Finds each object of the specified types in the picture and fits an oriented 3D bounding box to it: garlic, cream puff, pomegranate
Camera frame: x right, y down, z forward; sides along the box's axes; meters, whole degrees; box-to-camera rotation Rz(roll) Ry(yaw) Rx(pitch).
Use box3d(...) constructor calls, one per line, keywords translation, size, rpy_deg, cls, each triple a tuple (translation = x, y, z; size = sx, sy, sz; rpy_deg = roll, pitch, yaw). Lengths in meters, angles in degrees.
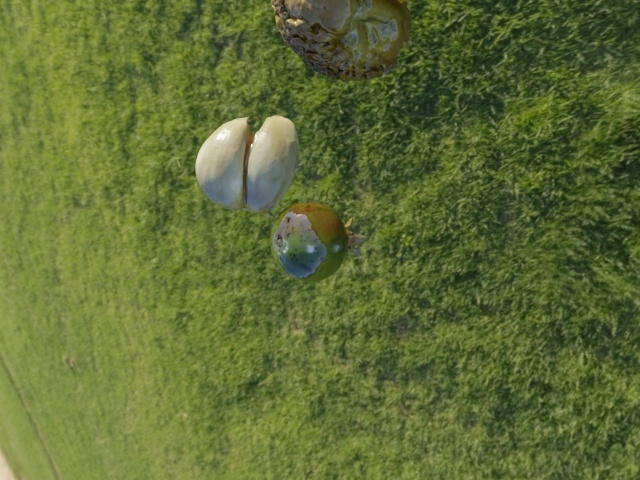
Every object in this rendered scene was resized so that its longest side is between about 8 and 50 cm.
box3d(translation=(-0.204, -0.220, 1.454), size=(0.286, 0.249, 0.312), rpy_deg=(25, 115, 14), cls="garlic")
box3d(translation=(0.038, -0.499, 1.117), size=(0.327, 0.343, 0.231), rpy_deg=(36, 121, 3), cls="cream puff")
box3d(translation=(0.000, 0.000, 1.087), size=(0.182, 0.224, 0.181), rpy_deg=(13, 106, 50), cls="pomegranate")
